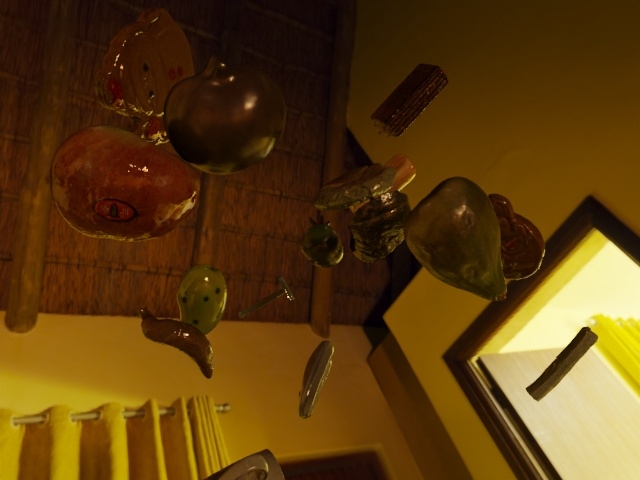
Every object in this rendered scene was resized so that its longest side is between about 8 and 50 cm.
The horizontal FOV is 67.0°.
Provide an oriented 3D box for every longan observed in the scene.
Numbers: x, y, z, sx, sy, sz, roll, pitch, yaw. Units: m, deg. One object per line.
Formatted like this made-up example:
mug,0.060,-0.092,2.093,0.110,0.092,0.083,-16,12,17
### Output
longan,-0.227,-0.296,1.171,0.300,0.243,0.300,-25,-39,-22

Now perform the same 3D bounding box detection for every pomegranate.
pomegranate,0.000,0.000,1.638,0.130,0.191,0.152,-23,-45,8

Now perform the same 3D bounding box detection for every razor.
razor,-0.231,0.249,1.984,0.231,0.106,0.068,-28,-5,-1

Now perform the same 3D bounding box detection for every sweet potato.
sweet potato,-0.426,0.300,1.474,0.310,0.098,0.124,39,-49,-13

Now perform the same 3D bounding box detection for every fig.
fig,0.248,-0.001,0.895,0.167,0.167,0.234,-28,-60,1

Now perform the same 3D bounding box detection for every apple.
apple,-0.443,-0.115,1.101,0.309,0.277,0.250,25,-90,0

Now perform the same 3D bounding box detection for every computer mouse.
computer mouse,-0.027,0.553,1.956,0.094,0.331,0.197,15,-45,14

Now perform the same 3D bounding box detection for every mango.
mango,-0.422,0.220,1.706,0.175,0.143,0.294,12,-67,-10

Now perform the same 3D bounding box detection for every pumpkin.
pumpkin,0.147,-0.023,1.411,0.162,0.111,0.278,9,-40,-45

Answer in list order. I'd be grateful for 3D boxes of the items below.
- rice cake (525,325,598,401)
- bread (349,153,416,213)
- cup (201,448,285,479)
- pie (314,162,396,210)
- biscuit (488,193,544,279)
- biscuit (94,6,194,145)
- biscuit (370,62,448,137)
rice cake,0.657,0.336,1.315,0.045,0.042,0.245,38,-85,-13
bread,0.243,-0.208,1.898,0.305,0.142,0.091,-40,-44,-2
cup,-0.194,0.572,1.064,0.233,0.186,0.258,-11,-53,-26
pie,0.116,-0.178,1.614,0.306,0.306,0.071,-24,-71,-3
biscuit,0.584,-0.015,1.703,0.070,0.394,0.351,-51,-28,-35
biscuit,-0.472,-0.446,1.351,0.074,0.381,0.359,8,-58,15
biscuit,0.265,-0.422,1.468,0.252,0.106,0.070,-47,-57,3
